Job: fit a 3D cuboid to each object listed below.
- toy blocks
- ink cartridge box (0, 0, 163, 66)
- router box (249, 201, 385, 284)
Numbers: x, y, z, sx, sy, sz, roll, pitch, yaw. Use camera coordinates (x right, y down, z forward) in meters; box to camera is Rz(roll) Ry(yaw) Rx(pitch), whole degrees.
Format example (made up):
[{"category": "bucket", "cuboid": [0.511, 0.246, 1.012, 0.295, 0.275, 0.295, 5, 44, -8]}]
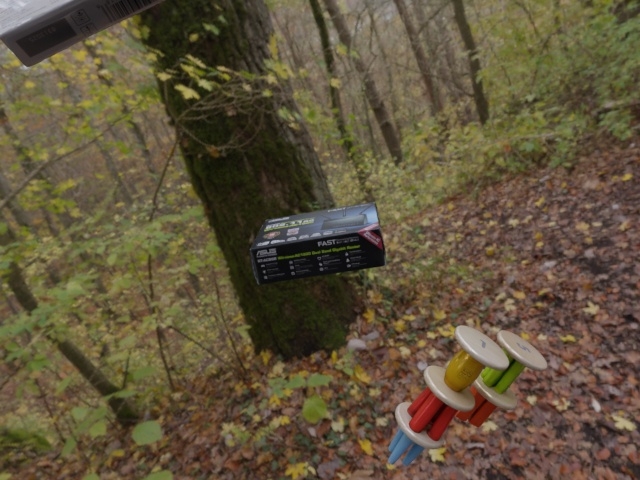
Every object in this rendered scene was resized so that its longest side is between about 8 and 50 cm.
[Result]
[{"category": "toy blocks", "cuboid": [0.133, 0.156, 0.467, 0.148, 0.123, 0.054, -60, 41, 20]}, {"category": "ink cartridge box", "cuboid": [-0.240, -0.258, 0.447, 0.145, 0.045, 0.179, -29, 65, -5]}, {"category": "router box", "cuboid": [0.000, 0.000, 0.475, 0.122, 0.038, 0.092, -9, 18, 6]}]
